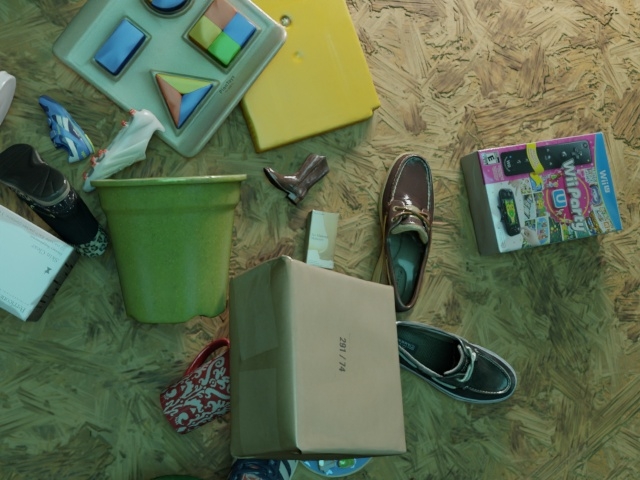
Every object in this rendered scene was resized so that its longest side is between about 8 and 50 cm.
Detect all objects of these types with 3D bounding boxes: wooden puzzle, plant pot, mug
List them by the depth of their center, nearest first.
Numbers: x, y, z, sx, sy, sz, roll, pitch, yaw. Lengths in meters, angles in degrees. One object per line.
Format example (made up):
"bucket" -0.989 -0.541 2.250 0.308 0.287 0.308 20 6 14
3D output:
"plant pot" -0.267 0.011 1.395 0.276 0.276 0.254 -3 95 -15
"mug" -0.202 0.274 1.442 0.169 0.150 0.113 -30 106 4
"wooden puzzle" -0.288 -0.383 1.475 0.348 0.080 0.322 38 91 -6

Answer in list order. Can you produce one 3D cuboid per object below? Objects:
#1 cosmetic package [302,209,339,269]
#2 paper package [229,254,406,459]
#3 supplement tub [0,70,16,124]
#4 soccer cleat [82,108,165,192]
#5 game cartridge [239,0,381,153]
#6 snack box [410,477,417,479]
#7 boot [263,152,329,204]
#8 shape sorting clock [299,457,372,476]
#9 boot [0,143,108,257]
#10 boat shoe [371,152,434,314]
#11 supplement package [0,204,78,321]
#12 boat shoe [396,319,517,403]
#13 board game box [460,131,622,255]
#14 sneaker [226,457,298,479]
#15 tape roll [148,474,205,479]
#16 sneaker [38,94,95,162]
"cosmetic package" 0.000 0.000 1.561 0.060 0.041 0.115 7 82 -13
"paper package" -0.003 0.224 1.384 0.309 0.168 0.325 17 63 -45
"supplement tub" -0.664 -0.279 1.367 0.199 0.144 0.144 24 78 -11
"soccer cleat" -0.374 -0.160 1.456 0.076 0.068 0.196 38 93 -25
"game cartridge" -0.052 -0.371 1.590 0.285 0.052 0.324 -19 91 -16
"snack box" 0.184 0.611 1.524 0.207 0.070 0.174 -45 96 -16
"boot" -0.046 -0.146 1.568 0.106 0.037 0.114 46 78 -19
"shape sorting clock" 0.032 0.363 1.528 0.206 0.040 0.206 2 84 -14
"boot" -0.493 -0.071 1.407 0.085 0.236 0.178 -44 137 -19
"boat shoe" 0.182 -0.020 1.567 0.123 0.123 0.342 14 80 -13
"supplement package" -0.573 0.015 1.326 0.262 0.204 0.145 31 77 -10
"boat shoe" 0.259 0.250 1.559 0.335 0.119 0.121 20 79 -11
"board game box" 0.478 -0.102 1.670 0.303 0.097 0.224 -10 86 -16
"sneaker" -0.114 0.425 1.412 0.131 0.148 0.350 7 80 10
"tape roll" -0.252 0.573 1.328 0.321 0.077 0.321 0 90 20
"sneaker" -0.490 -0.210 1.453 0.059 0.053 0.144 -39 93 -13
